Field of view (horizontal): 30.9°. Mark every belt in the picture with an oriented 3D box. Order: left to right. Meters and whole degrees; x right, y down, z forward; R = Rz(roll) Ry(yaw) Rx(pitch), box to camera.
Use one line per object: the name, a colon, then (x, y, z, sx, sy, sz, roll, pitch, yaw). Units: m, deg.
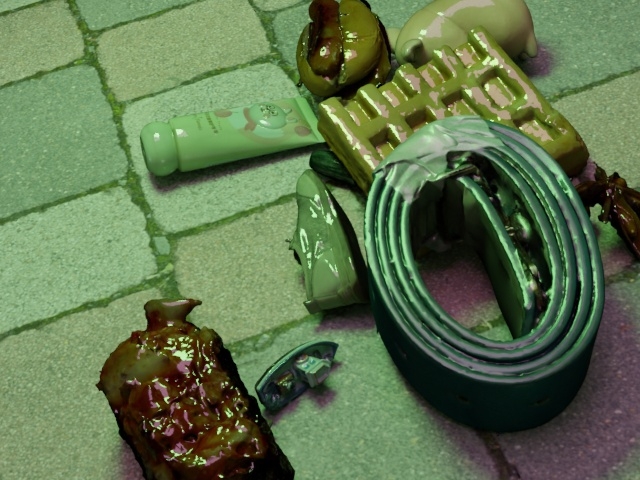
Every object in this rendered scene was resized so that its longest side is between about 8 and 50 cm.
belt: (0.212, 0.036, 1.564, 0.300, 0.173, 0.436, -11, 52, -4)

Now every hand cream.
hand cream: (-0.151, -0.178, 1.971, 0.306, 0.093, 0.147, -12, 40, -14)

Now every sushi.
sushi: (-0.162, 0.223, 1.492, 0.196, 0.182, 0.343, -22, 47, -20)

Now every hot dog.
hot dog: (0.015, -0.343, 2.016, 0.194, 0.107, 0.326, -38, 35, 9)

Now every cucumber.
cucumber: (0.023, -0.125, 1.895, 0.105, 0.048, 0.048, 20, 52, 29)

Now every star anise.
star anise: (0.440, -0.046, 1.691, 0.157, 0.053, 0.212, 45, 32, 8)

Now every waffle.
waffle: (0.210, -0.162, 1.824, 0.348, 0.077, 0.304, -29, 63, -13)

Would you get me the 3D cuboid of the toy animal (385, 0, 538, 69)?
toy animal: (0.245, -0.353, 1.998, 0.250, 0.154, 0.166, -19, 2, -6)

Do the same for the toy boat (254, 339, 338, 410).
toy boat: (-0.026, 0.181, 1.585, 0.140, 0.059, 0.066, -37, 32, -29)

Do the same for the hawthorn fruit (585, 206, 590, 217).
hawthorn fruit: (0.362, -0.043, 1.725, 0.077, 0.077, 0.077, -6, 44, 6)

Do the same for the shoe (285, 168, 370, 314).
shoe: (0.000, 0.000, 1.741, 0.098, 0.103, 0.275, -24, 42, 7)
